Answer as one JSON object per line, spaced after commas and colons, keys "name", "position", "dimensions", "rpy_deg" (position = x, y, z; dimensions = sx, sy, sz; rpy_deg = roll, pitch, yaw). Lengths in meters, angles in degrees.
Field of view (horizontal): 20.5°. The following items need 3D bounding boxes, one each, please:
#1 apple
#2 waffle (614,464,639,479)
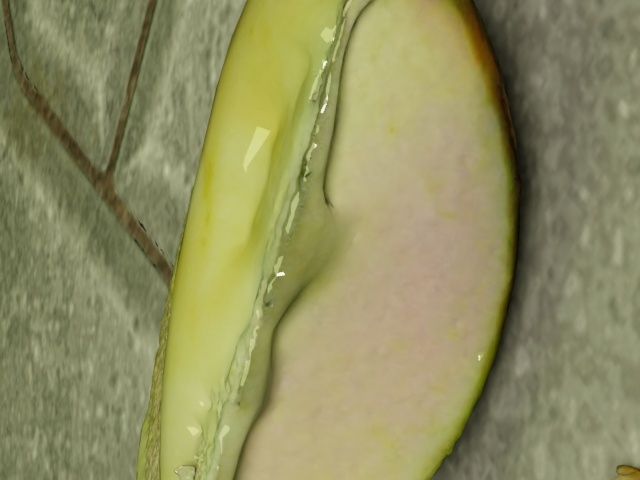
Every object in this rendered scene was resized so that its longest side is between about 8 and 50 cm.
{"name": "apple", "position": [0.000, 0.000, 0.692], "dimensions": [0.193, 0.120, 0.265], "rpy_deg": [-129, 53, -69]}
{"name": "waffle", "position": [0.135, 0.141, 0.511], "dimensions": [0.191, 0.032, 0.125], "rpy_deg": [6, 93, 63]}
